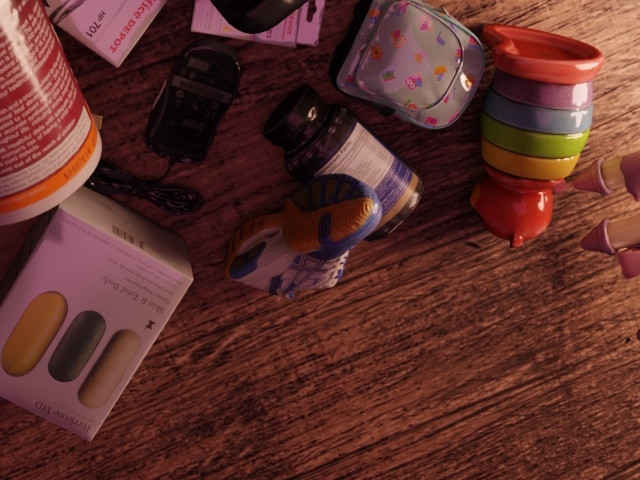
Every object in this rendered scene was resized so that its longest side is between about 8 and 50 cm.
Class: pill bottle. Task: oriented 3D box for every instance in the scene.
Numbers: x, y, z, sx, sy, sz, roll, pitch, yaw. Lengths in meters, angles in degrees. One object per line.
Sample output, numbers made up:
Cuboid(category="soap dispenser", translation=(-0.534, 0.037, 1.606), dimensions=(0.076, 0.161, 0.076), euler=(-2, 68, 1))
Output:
Cuboid(category="pill bottle", translation=(0.029, -0.110, 1.685), dimensions=(0.219, 0.123, 0.123), euler=(42, 96, -16))
Cuboid(category="pill bottle", translation=(-0.431, -0.229, 1.462), dimensions=(0.224, 0.224, 0.392), euler=(-19, 131, -3))

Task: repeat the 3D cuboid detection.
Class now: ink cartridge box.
Cuboid(category="ink cartridge box", translation=(-0.302, -0.339, 1.590), dimensions=(0.191, 0.082, 0.139), euler=(35, 98, -15))
Cuboid(category="ink cartridge box", translation=(-0.079, -0.321, 1.639), dimensions=(0.181, 0.061, 0.104), euler=(7, 104, -11))

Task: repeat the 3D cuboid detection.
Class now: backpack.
Cuboid(category="backpack", translation=(0.128, -0.241, 1.655), dimensions=(0.188, 0.144, 0.166), euler=(23, 96, -17))

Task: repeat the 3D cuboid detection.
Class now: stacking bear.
Cuboid(category="stacking bear", translation=(0.288, -0.135, 1.709), dimensions=(0.164, 0.175, 0.289), euler=(7, 114, -3))

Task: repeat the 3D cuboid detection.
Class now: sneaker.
Cuboid(category="sneaker", translation=(0.000, 0.000, 1.665), dimensions=(0.131, 0.296, 0.112), euler=(29, 59, -29))

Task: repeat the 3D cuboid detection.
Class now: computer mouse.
Cuboid(category="computer mouse", translation=(-0.223, -0.170, 1.665), dimensions=(0.184, 0.060, 0.262), euler=(12, 115, -16))

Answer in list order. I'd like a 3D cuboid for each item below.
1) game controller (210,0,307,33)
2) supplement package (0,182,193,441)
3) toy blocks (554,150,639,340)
Cuboid(category="game controller", translation=(-0.128, -0.426, 1.569), dimensions=(0.166, 0.067, 0.319), euler=(-38, 94, 4))
Cuboid(category="supplement package", translation=(-0.327, 0.086, 1.645), dimensions=(0.199, 0.198, 0.262), euler=(30, 100, -16))
Cuboid(category="toy blocks", translation=(0.505, -0.014, 1.766), dimensions=(0.260, 0.309, 0.288), euler=(-19, 98, 31))
